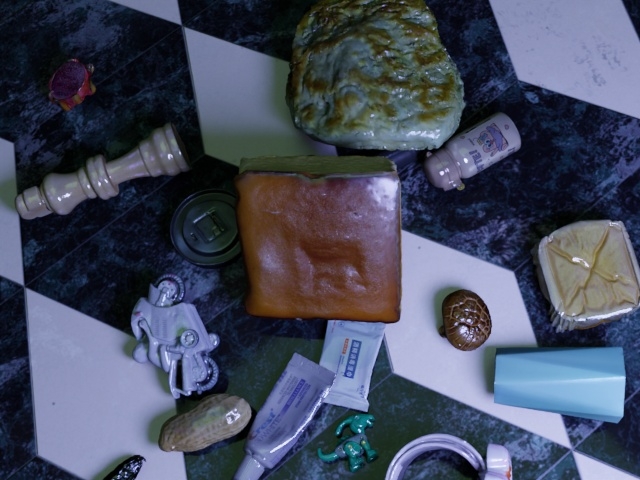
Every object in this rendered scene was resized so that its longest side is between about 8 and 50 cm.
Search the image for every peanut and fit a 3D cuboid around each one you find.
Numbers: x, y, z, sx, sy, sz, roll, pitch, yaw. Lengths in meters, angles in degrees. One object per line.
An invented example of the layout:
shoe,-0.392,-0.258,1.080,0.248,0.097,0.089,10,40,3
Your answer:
peanut,-0.232,0.360,1.560,0.194,0.083,0.093,-19,68,-1

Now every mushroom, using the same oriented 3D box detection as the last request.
mushroom,0.291,0.160,1.585,0.109,0.085,0.126,-13,74,0

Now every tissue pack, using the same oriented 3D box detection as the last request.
tissue pack,0.056,0.242,1.608,0.123,0.026,0.193,11,70,9

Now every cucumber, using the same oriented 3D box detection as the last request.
cucumber,-0.416,0.489,1.548,0.181,0.053,0.053,-42,71,-13

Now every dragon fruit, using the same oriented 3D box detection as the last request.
dragon fruit,-0.593,-0.373,1.899,0.112,0.068,0.126,29,86,27

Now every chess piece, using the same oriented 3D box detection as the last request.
chess piece,-0.495,-0.144,1.775,0.397,0.117,0.117,-21,68,-1

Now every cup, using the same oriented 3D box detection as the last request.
cup,0.450,0.268,1.502,0.236,0.148,0.134,2,66,11

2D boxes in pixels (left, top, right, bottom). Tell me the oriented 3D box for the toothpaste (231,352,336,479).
toothpaste,-0.081,0.362,1.552,0.099,0.068,0.282,32,75,2

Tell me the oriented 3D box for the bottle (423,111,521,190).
bottle,0.327,-0.184,1.714,0.209,0.097,0.110,-30,86,-5

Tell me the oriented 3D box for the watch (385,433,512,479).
watch,0.231,0.476,1.419,0.231,0.196,0.244,0,72,13

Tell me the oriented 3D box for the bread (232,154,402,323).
bread,0.000,0.000,1.561,0.324,0.333,0.143,0,26,8

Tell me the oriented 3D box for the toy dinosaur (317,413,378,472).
toy dinosaur,0.057,0.396,1.537,0.132,0.059,0.096,-23,59,-12

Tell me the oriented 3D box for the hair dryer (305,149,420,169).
hair dryer,0.108,-0.136,1.721,0.352,0.107,0.189,-27,71,-11

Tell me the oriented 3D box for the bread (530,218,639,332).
bread,0.535,0.069,1.585,0.192,0.110,0.209,-16,67,6

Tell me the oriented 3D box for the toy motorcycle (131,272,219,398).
toy motorcycle,-0.313,0.205,1.627,0.171,0.110,0.260,-28,75,12

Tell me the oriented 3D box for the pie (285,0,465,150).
pie,0.110,-0.360,1.745,0.395,0.180,0.418,-10,60,4

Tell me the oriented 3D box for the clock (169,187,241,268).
clock,-0.237,-0.025,1.736,0.185,0.040,0.184,-2,68,4
